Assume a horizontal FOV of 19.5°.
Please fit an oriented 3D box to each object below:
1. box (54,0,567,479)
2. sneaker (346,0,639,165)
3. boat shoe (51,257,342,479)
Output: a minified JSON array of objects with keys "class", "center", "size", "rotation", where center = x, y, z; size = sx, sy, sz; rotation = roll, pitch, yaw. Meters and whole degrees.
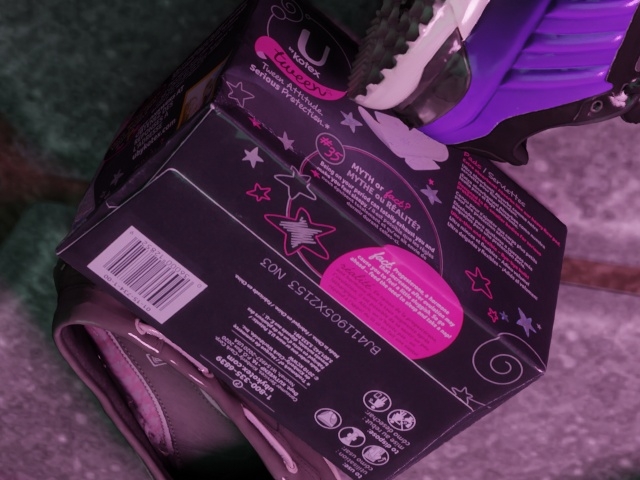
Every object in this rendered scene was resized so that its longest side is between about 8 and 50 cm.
[{"class":"box","center":[0.000,0.000,1.094],"size":[0.247,0.142,0.163],"rotation":[39,128,-15]},{"class":"sneaker","center":[0.153,-0.141,0.980],"size":[0.146,0.102,0.293],"rotation":[32,133,-17]},{"class":"boat shoe","center":[-0.082,0.137,1.250],"size":[0.112,0.095,0.335],"rotation":[-17,121,25]}]
